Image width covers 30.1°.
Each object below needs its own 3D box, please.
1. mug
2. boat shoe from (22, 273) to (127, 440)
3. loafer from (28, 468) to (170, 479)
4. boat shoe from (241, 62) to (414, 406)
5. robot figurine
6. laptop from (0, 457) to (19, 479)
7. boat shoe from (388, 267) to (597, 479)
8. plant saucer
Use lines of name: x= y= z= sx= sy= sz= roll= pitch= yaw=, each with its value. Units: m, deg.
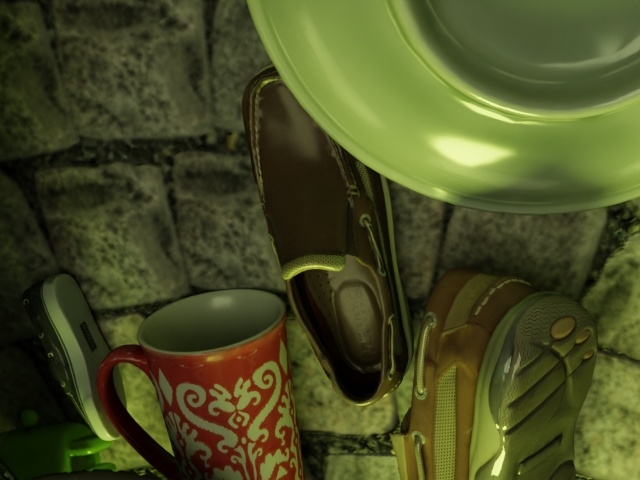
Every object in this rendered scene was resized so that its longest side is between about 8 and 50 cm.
mug: x=-0.081 y=0.134 z=0.919 sx=0.150 sy=0.113 sz=0.169 roll=7 pitch=116 yaw=41
boat shoe: x=-0.197 y=0.096 z=0.958 sx=0.040 sy=0.049 sz=0.142 roll=-17 pitch=96 yaw=24
loafer: x=-0.088 y=0.297 z=0.875 sx=0.134 sy=0.130 sz=0.366 roll=-17 pitch=128 yaw=36
boat shoe: x=0.007 y=-0.002 z=0.848 sx=0.095 sy=0.095 sz=0.257 roll=-18 pitch=102 yaw=18
robot figurine: x=-0.228 y=0.186 z=0.980 sx=0.115 sy=0.067 sz=0.101 roll=-9 pitch=90 yaw=18
laptop: x=-0.370 y=0.044 z=0.949 sx=0.382 sy=0.236 sz=0.408 roll=2 pitch=137 yaw=28
boat shoe: x=0.114 y=0.160 z=0.878 sx=0.116 sy=0.123 sz=0.324 roll=32 pitch=126 yaw=38
plant saucer: x=0.142 y=-0.188 z=0.715 sx=0.400 sy=0.100 sz=0.400 roll=1 pitch=113 yaw=3
